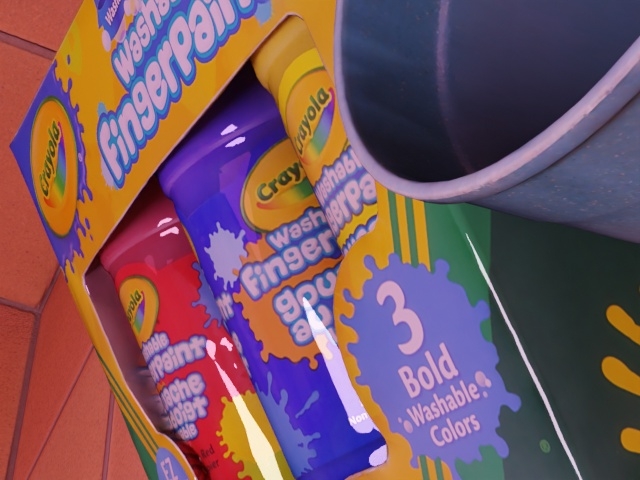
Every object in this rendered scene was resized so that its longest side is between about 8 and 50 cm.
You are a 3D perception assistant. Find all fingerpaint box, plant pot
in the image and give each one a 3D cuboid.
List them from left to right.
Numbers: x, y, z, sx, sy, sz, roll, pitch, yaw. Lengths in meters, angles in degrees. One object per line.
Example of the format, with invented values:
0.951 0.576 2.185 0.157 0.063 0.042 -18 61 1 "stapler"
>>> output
0.000 0.000 0.734 0.445 0.163 0.371 -39 72 58 "fingerpaint box"
0.180 -0.109 0.450 0.271 0.255 0.271 -49 32 46 "plant pot"
